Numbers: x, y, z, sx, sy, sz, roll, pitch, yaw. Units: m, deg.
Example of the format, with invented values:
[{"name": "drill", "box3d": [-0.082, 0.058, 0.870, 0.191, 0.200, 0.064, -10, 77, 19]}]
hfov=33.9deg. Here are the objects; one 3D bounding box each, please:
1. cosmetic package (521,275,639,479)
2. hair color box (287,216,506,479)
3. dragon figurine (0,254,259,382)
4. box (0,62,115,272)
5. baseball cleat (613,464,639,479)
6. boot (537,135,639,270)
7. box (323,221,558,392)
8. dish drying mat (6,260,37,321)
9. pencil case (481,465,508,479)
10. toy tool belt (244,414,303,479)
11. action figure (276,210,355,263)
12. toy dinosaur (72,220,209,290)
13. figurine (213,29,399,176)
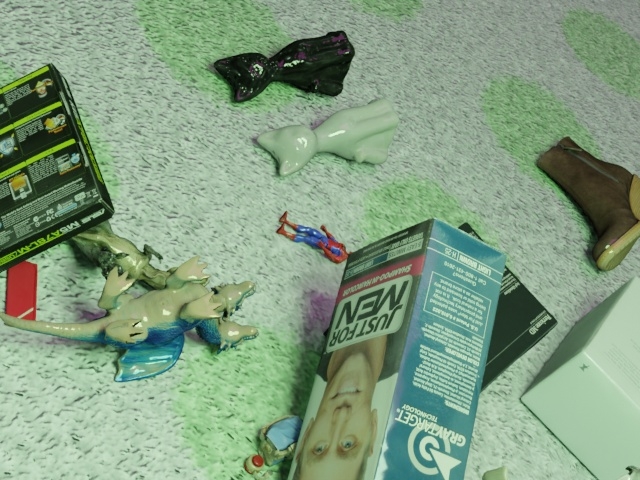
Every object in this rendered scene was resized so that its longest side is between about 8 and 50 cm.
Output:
[{"name": "cosmetic package", "box3d": [0.428, 0.209, 1.420, 0.224, 0.138, 0.224, 46, 40, 6]}, {"name": "hair color box", "box3d": [0.071, 0.166, 1.077, 0.105, 0.174, 0.347, 26, 64, -22]}, {"name": "dragon figurine", "box3d": [-0.186, 0.092, 1.101, 0.289, 0.144, 0.085, -15, 65, -22]}, {"name": "box", "box3d": [-0.327, -0.065, 1.077, 0.184, 0.190, 0.045, 64, 2, 27]}, {"name": "baseball cleat", "box3d": [0.301, 0.321, 1.056, 0.109, 0.072, 0.206, 29, 49, 8]}, {"name": "boot", "box3d": [0.440, -0.065, 1.732, 0.206, 0.090, 0.248, 36, 41, 14]}, {"name": "box", "box3d": [0.158, 0.111, 1.330, 0.184, 0.103, 0.261, 47, 41, 13]}, {"name": "dish drying mat", "box3d": [-0.312, 0.055, 1.097, 0.032, 0.008, 0.083, 13, 48, -27]}, {"name": "pencil case", "box3d": [0.338, 0.412, 1.158, 0.410, 0.160, 0.184, 29, 63, -12]}, {"name": "toy tool belt", "box3d": [-0.042, 0.216, 1.126, 0.052, 0.051, 0.083, 51, 42, 12]}, {"name": "action figure", "box3d": [0.000, 0.000, 1.367, 0.115, 0.030, 0.038, 28, 38, -17]}, {"name": "toy dinosaur", "box3d": [-0.247, -0.005, 1.138, 0.268, 0.118, 0.064, 33, 83, -5]}, {"name": "figurine", "box3d": [-0.021, -0.189, 1.482, 0.209, 0.092, 0.215, -16, 66, -35]}]
